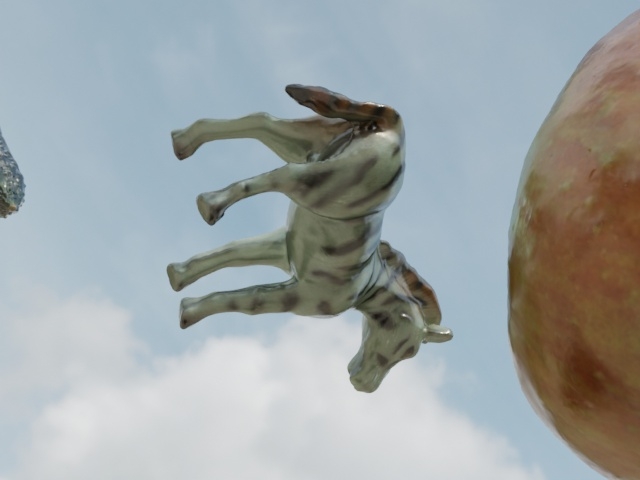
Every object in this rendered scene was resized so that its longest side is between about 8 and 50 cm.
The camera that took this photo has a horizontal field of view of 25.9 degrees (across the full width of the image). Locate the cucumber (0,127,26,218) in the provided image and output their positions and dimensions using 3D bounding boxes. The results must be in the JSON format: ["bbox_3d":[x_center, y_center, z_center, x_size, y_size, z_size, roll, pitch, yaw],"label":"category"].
[{"bbox_3d":[-0.356,-0.082,1.469,0.072,0.072,0.300,41,-1,-26],"label":"cucumber"}]

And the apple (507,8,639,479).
[{"bbox_3d":[0.246,0.006,0.777,0.250,0.309,0.277,11,-31,28],"label":"apple"}]

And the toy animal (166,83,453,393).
[{"bbox_3d":[-0.016,0.008,0.886,0.170,0.090,0.255,-22,-37,-5],"label":"toy animal"}]
